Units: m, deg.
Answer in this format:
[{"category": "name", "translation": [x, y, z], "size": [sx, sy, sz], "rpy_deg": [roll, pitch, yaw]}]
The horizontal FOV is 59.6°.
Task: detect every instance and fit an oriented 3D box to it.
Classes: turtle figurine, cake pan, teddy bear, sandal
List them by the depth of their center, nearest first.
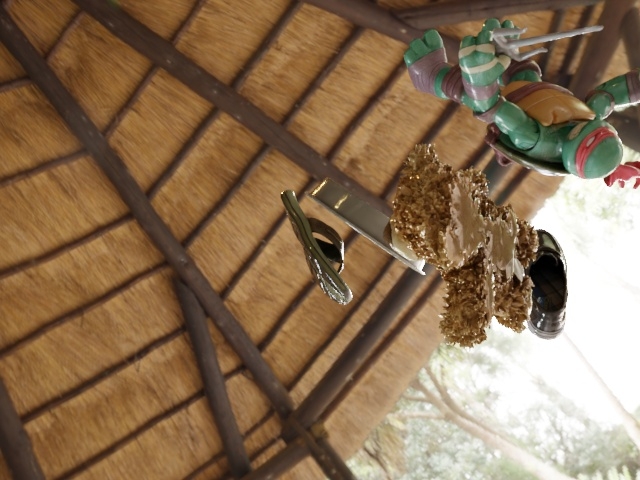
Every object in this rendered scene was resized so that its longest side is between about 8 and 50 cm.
[{"category": "turtle figurine", "translation": [0.168, -0.112, 0.431], "size": [0.175, 0.234, 0.118], "rpy_deg": [0, -60, -23]}, {"category": "teddy bear", "translation": [0.188, 0.012, 0.724], "size": [0.337, 0.113, 0.245], "rpy_deg": [3, -95, -51]}, {"category": "cake pan", "translation": [0.102, -0.035, 1.132], "size": [0.054, 0.293, 0.293], "rpy_deg": [-55, -35, 4]}, {"category": "sandal", "translation": [-0.001, -0.002, 1.209], "size": [0.086, 0.303, 0.120], "rpy_deg": [-22, -29, -9]}]

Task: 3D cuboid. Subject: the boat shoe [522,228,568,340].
[{"category": "boat shoe", "translation": [0.368, 0.051, 0.919], "size": [0.076, 0.080, 0.229], "rpy_deg": [81, -157, -45]}]
